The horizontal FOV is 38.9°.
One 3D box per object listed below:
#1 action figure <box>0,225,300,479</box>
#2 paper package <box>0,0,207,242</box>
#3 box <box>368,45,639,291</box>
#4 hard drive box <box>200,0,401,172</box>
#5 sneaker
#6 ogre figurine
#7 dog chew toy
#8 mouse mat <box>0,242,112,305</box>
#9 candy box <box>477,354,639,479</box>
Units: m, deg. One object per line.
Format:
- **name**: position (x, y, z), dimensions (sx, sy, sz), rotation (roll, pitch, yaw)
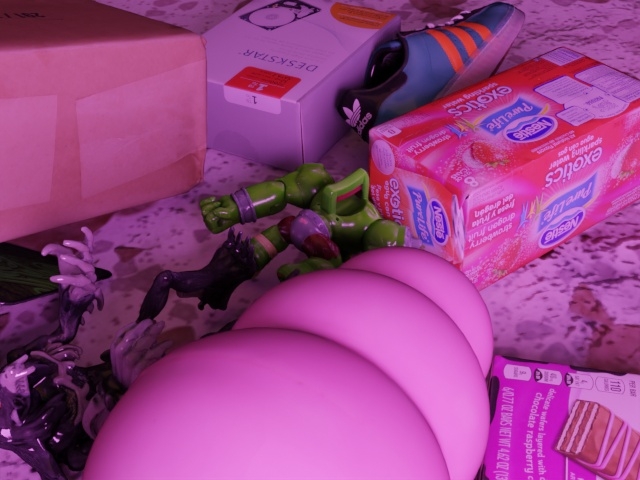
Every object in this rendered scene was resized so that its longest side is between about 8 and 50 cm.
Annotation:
- **action figure**: position (-0.149, 0.072, 0.651), dimensions (0.276, 0.141, 0.164), rotation (-26, 54, -31)
- **paper package**: position (-0.322, -0.131, 0.826), dimensions (0.309, 0.168, 0.325), rotation (23, 27, 31)
- **box**: position (0.177, -0.068, 0.827), dimensions (0.257, 0.122, 0.128), rotation (-26, 44, -28)
- **hard drive box**: position (-0.039, -0.185, 1.011), dimensions (0.181, 0.089, 0.232), rotation (17, 42, 23)
- **sneaker**: position (0.126, -0.194, 0.979), dimensions (0.121, 0.108, 0.302), rotation (33, 47, 6)
- **ogre figurine**: position (0.000, 0.000, 0.772), dimensions (0.118, 0.097, 0.197), rotation (-38, 39, -22)
- **dog chew toy**: position (0.009, 0.113, 0.556), dimensions (0.206, 0.206, 0.332), rotation (17, 34, 22)
- **mouse mat**: position (-0.294, 0.018, 0.770), dimensions (0.190, 0.007, 0.152), rotation (15, 12, 18)
- **candy box**: position (0.217, 0.164, 0.574), dimensions (0.233, 0.071, 0.159), rotation (7, 38, 10)
